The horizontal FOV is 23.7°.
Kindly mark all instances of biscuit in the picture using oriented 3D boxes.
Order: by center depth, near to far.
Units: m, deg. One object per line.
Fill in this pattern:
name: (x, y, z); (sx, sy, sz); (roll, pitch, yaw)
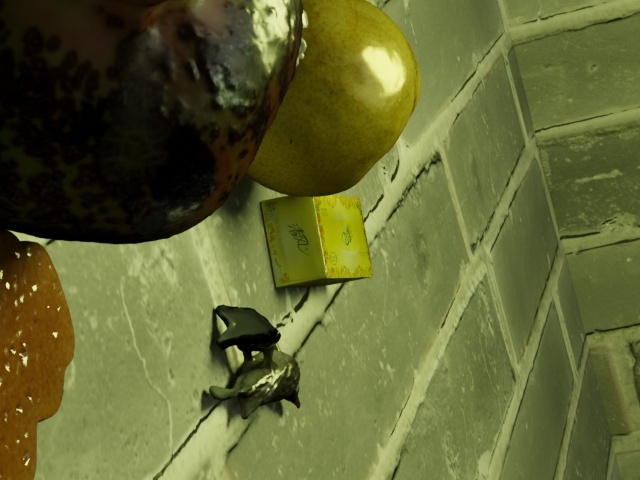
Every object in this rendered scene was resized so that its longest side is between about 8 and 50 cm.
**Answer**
biscuit: (-0.236, 0.092, 0.901); (0.334, 0.047, 0.202); (-54, 131, -65)

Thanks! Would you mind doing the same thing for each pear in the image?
pear: (-0.015, -0.151, 1.501); (0.209, 0.209, 0.209); (-12, 90, -72)

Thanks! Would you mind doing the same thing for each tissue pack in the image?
tissue pack: (0.000, 0.000, 1.661); (0.176, 0.062, 0.095); (4, 75, -71)

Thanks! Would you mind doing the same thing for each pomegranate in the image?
pomegranate: (-0.124, -0.145, 0.925); (0.340, 0.285, 0.285); (-30, -114, 61)

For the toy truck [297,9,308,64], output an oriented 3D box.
toy truck: (-0.103, -0.158, 1.211); (0.213, 0.177, 0.161); (-160, -122, -74)

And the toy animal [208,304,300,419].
toy animal: (-0.053, 0.126, 1.445); (0.202, 0.070, 0.105); (48, 45, -67)
